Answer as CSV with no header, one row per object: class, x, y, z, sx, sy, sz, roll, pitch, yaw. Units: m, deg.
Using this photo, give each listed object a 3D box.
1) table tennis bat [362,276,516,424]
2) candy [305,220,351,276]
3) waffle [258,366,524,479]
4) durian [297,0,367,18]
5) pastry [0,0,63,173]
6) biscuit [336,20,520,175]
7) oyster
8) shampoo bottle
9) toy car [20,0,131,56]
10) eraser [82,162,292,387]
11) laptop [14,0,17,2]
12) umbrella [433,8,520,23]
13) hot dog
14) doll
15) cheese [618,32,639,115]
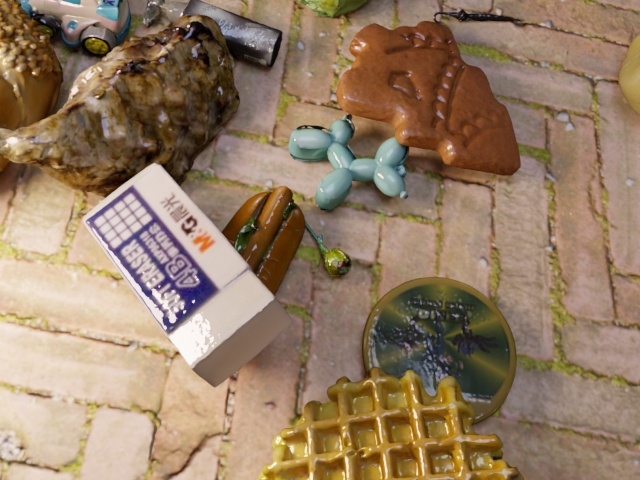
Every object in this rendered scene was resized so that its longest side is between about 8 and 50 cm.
table tennis bat,0.145,0.190,1.021,0.198,0.050,0.320,9,60,0
candy,0.000,0.000,1.103,0.035,0.035,0.123,-33,62,-9
waffle,0.070,0.277,0.914,0.283,0.065,0.309,34,74,25
durian,0.015,-0.486,1.239,0.340,0.204,0.255,29,91,8
pastry,-0.483,-0.204,1.045,0.255,0.162,0.310,31,68,-5
biscuit,0.174,-0.208,1.187,0.306,0.043,0.284,41,49,6
oyster,-0.239,-0.160,1.076,0.204,0.111,0.396,49,57,-6
shampoo bottle,-0.162,-0.317,1.218,0.208,0.057,0.063,21,73,4
toy car,-0.353,-0.353,1.178,0.162,0.098,0.126,14,60,-12
eraser,-0.165,0.034,0.978,0.124,0.081,0.279,-39,57,-8
laptop,-0.527,-0.292,1.170,0.207,0.026,0.154,-22,68,-18
umbrella,0.254,-0.363,1.321,0.149,0.022,0.022,-4,107,-10
hot dog,-0.098,0.036,1.045,0.100,0.068,0.249,24,64,3
doll,0.051,-0.108,1.143,0.159,0.059,0.159,-27,69,-19
cheese,0.582,-0.254,1.263,0.214,0.117,0.226,30,59,0
